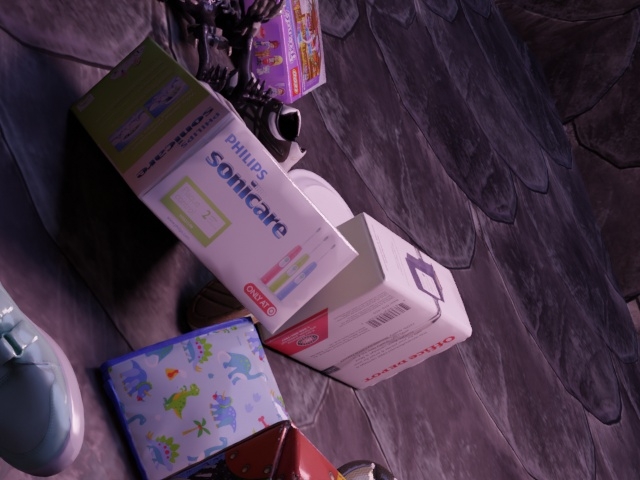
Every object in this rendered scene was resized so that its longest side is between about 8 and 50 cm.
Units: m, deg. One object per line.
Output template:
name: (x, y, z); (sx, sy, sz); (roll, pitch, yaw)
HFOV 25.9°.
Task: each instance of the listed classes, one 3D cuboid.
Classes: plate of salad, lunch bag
plate of salad: (0.000, 0.000, 1.838); (0.200, 0.048, 0.199); (37, 39, -38)
lunch bag: (-0.119, 0.155, 1.290); (0.151, 0.096, 0.128); (-13, 73, -39)

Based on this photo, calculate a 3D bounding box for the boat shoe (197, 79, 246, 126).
boat shoe: (-0.100, -0.069, 1.636); (0.088, 0.096, 0.267); (8, 48, -60)

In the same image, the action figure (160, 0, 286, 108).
action figure: (-0.126, -0.302, 1.790); (0.164, 0.141, 0.275); (11, 53, -37)

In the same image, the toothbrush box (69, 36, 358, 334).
toothbrush box: (-0.113, -0.062, 1.391); (0.206, 0.122, 0.283); (48, -3, -32)

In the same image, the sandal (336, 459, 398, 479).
sandal: (0.051, 0.377, 1.423); (0.120, 0.086, 0.302); (-13, 92, -32)

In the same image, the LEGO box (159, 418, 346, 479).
LEGO box: (0.036, 0.455, 1.118); (0.500, 0.193, 0.372); (50, 23, -28)

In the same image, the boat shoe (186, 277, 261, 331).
boat shoe: (-0.067, 0.066, 1.509); (0.068, 0.072, 0.190); (33, 47, 31)

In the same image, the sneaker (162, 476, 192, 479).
sneaker: (-0.188, 0.266, 0.970); (0.276, 0.135, 0.097); (-31, 92, -46)

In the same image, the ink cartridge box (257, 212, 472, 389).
ink cartridge box: (0.050, 0.080, 1.675); (0.237, 0.172, 0.100); (32, 35, -54)

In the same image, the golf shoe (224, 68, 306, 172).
golf shoe: (-0.066, -0.160, 1.826); (0.077, 0.094, 0.198); (34, 32, -49)

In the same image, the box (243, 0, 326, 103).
box: (-0.056, -0.353, 1.987); (0.201, 0.057, 0.293); (-45, 131, -70)

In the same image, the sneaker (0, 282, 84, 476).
sneaker: (-0.279, 0.066, 1.012); (0.256, 0.094, 0.151); (56, 13, 14)
